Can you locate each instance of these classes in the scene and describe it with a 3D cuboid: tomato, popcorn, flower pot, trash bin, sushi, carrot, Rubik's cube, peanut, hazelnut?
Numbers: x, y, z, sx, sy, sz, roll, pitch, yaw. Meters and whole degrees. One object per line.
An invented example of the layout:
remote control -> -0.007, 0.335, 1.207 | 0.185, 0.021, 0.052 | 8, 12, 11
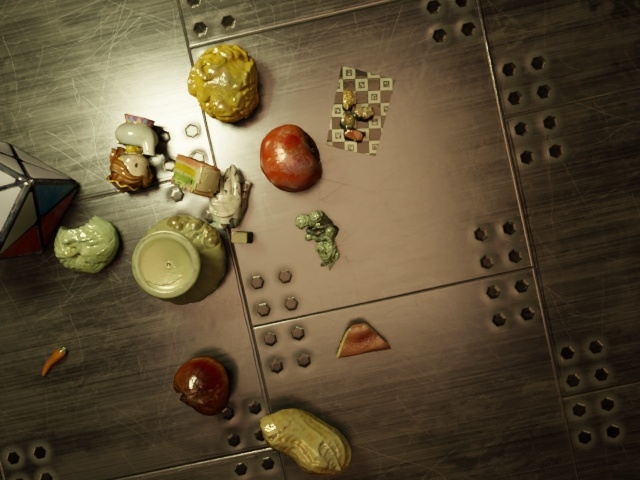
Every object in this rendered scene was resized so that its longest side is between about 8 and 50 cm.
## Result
tomato -> -0.103, -0.261, 1.568 | 0.189, 0.232, 0.231 | -25, 92, 16
popcorn -> -0.315, -0.511, 1.581 | 0.251, 0.190, 0.249 | -1, 95, -11
flower pot -> -0.464, 0.067, 1.573 | 0.308, 0.244, 0.307 | 0, 93, 0
trash bin -> -0.267, -0.011, 1.639 | 0.061, 0.092, 0.042 | 2, 90, 1
sushi -> 0.131, -0.442, 1.638 | 0.193, 0.043, 0.279 | 14, 93, 1
carrot -> -0.943, 0.425, 1.703 | 0.035, 0.035, 0.142 | 45, 100, -1
Rubik's cube -> -1.041, -0.135, 1.554 | 0.310, 0.305, 0.306 | 31, 95, -2
peanut -> -0.048, 0.679, 1.630 | 0.340, 0.158, 0.174 | 33, 54, 3
hazelnut -> -0.392, 0.493, 1.625 | 0.178, 0.178, 0.203 | -25, 91, 2

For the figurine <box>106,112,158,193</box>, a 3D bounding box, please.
figurine -> -0.629, -0.283, 1.617 | 0.190, 0.142, 0.263 | 14, 95, 32

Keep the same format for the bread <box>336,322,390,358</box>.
bread -> 0.140, 0.338, 1.656 | 0.193, 0.067, 0.119 | -9, 100, 3

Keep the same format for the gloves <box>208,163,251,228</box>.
gloves -> -0.310, -0.151, 1.631 | 0.128, 0.111, 0.211 | 6, 100, 6

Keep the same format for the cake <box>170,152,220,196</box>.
cake -> -0.421, -0.217, 1.617 | 0.090, 0.225, 0.109 | 10, 100, -42

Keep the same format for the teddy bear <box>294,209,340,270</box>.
teddy bear -> 0.009, -0.016, 1.636 | 0.111, 0.133, 0.213 | -42, 116, -39

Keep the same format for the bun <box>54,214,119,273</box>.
bun -> -0.804, 0.012, 1.637 | 0.204, 0.126, 0.212 | 41, 92, -2
